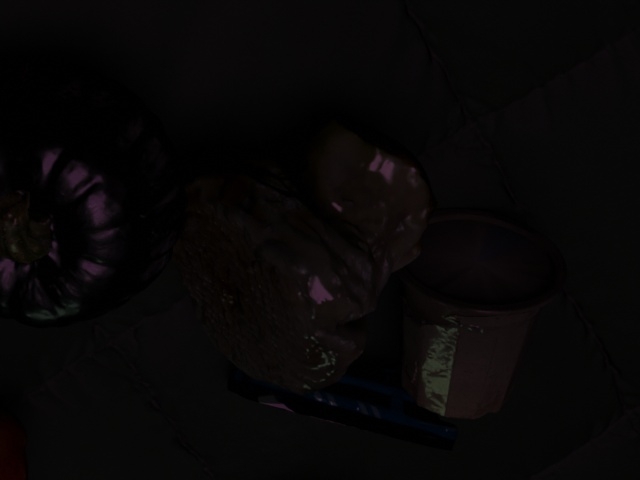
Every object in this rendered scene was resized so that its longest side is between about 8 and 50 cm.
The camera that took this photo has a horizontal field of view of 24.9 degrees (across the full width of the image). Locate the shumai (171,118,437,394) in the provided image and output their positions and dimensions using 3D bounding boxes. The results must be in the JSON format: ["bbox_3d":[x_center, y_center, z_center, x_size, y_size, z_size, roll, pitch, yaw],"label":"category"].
[{"bbox_3d":[0.000,0.000,1.643,0.263,0.309,0.304,-32,153,-24],"label":"shumai"}]

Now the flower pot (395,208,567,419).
[{"bbox_3d":[0.170,0.097,1.749,0.212,0.212,0.202,1,124,-14],"label":"flower pot"}]

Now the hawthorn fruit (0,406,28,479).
[{"bbox_3d":[-0.421,0.271,1.702,0.173,0.173,0.173,-5,116,-11],"label":"hawthorn fruit"}]

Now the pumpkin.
[{"bbox_3d":[-0.292,-0.032,1.514,0.296,0.296,0.295,-5,116,-11],"label":"pumpkin"}]

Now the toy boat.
[{"bbox_3d":[0.040,0.185,1.799,0.299,0.134,0.092,16,84,-21],"label":"toy boat"}]
